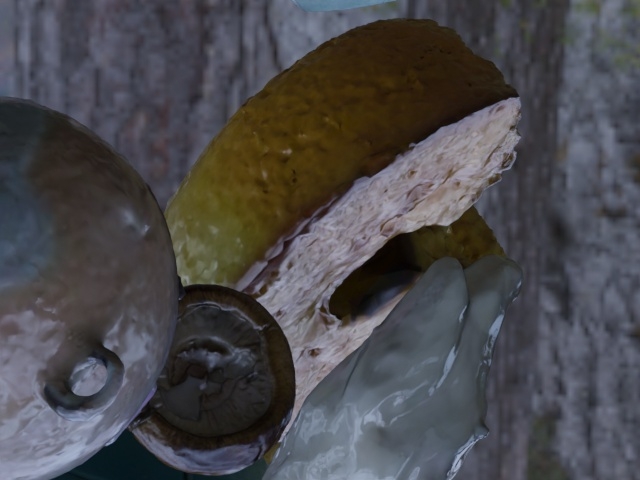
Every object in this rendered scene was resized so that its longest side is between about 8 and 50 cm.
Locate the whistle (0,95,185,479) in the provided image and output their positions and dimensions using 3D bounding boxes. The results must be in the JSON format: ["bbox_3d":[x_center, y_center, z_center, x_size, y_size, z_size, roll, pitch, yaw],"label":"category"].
[{"bbox_3d":[-0.195,0.000,0.764,0.189,0.189,0.348,-2,-160,-38],"label":"whistle"}]

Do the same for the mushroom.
[{"bbox_3d":[-0.073,0.085,0.974,0.123,0.123,0.052,0,154,-13],"label":"mushroom"}]

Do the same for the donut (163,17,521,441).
[{"bbox_3d":[0.000,0.000,1.413,0.377,0.163,0.435,-30,154,-17],"label":"donut"}]

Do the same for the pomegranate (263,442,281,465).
[{"bbox_3d":[-0.113,0.222,1.669,0.233,0.233,0.233,1,-177,0],"label":"pomegranate"}]

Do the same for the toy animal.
[{"bbox_3d":[0.081,0.177,1.133,0.188,0.308,0.266,53,-168,34],"label":"toy animal"}]

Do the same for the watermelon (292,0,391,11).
[{"bbox_3d":[-0.051,-0.289,0.852,0.387,0.228,0.258,37,-171,15],"label":"watermelon"}]

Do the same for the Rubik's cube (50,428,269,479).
[{"bbox_3d":[-0.232,0.333,1.253,0.322,0.319,0.316,21,-153,-15],"label":"Rubik's cube"}]
